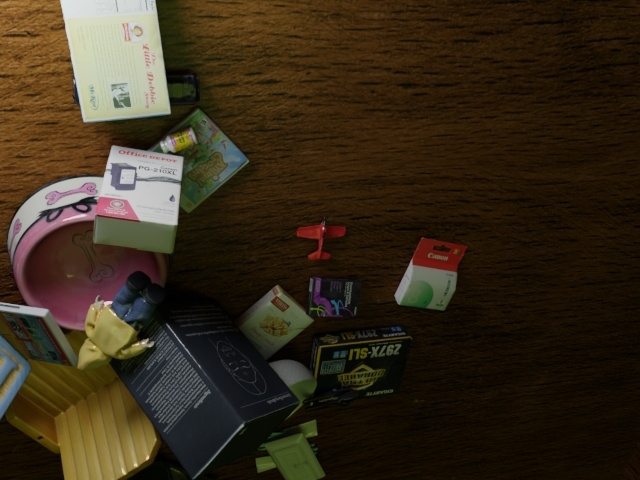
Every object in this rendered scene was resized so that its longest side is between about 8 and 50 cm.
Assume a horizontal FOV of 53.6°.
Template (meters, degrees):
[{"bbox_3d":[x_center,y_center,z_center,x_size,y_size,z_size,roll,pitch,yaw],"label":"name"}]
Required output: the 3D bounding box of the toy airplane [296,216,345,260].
[{"bbox_3d":[0.000,0.000,1.807,0.151,0.028,0.151,-10,124,-15],"label":"toy airplane"}]

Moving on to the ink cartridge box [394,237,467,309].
[{"bbox_3d":[0.356,0.111,1.993,0.180,0.056,0.225,10,119,-25],"label":"ink cartridge box"}]

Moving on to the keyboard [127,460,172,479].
[{"bbox_3d":[-0.643,0.810,2.069,0.317,0.033,0.202,-7,117,-5],"label":"keyboard"}]

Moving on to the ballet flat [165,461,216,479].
[{"bbox_3d":[-0.450,0.804,2.151,0.249,0.058,0.084,31,112,-27],"label":"ballet flat"}]

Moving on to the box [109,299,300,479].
[{"bbox_3d":[-0.300,0.366,1.653,0.212,0.395,0.293,-49,158,14],"label":"box"}]

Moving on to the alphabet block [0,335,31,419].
[{"bbox_3d":[-0.885,0.338,1.566,0.197,0.192,0.193,-9,128,20],"label":"alphabet block"}]

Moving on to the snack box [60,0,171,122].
[{"bbox_3d":[-0.430,-0.419,1.333,0.187,0.060,0.322,-9,113,-14],"label":"snack box"}]

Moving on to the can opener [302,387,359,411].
[{"bbox_3d":[0.030,0.507,2.031,0.186,0.059,0.073,-6,140,-18],"label":"can opener"}]

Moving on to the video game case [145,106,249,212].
[{"bbox_3d":[-0.316,-0.195,1.572,0.212,0.023,0.193,-39,126,7],"label":"video game case"}]

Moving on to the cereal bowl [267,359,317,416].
[{"bbox_3d":[-0.183,0.479,1.942,0.339,0.141,0.339,-33,155,-18],"label":"cereal bowl"}]

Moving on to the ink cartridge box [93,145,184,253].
[{"bbox_3d":[-0.406,-0.096,1.436,0.171,0.237,0.100,8,134,-15],"label":"ink cartridge box"}]

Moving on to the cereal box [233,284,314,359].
[{"bbox_3d":[-0.161,0.261,1.904,0.240,0.047,0.173,-40,127,8],"label":"cereal box"}]

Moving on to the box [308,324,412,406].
[{"bbox_3d":[0.123,0.411,2.086,0.321,0.079,0.257,-3,120,-18],"label":"box"}]

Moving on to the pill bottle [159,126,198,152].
[{"bbox_3d":[-0.335,-0.235,1.496,0.083,0.043,0.043,-22,126,-4],"label":"pill bottle"}]

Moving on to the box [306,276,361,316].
[{"bbox_3d":[0.041,0.172,1.908,0.162,0.029,0.116,3,97,-23],"label":"box"}]

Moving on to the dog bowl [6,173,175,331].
[{"bbox_3d":[-0.558,0.051,1.566,0.407,0.150,0.408,-9,124,-14],"label":"dog bowl"}]

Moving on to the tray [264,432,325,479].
[{"bbox_3d":[-0.087,0.785,2.232,0.145,0.030,0.270,-19,125,4],"label":"tray"}]

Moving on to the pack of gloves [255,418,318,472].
[{"bbox_3d":[-0.115,0.739,2.230,0.232,0.046,0.195,-12,125,-13],"label":"pack of gloves"}]

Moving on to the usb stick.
[{"bbox_3d":[-0.414,-0.341,1.431,0.277,0.045,0.077,-5,114,-17],"label":"usb stick"}]

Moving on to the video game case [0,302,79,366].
[{"bbox_3d":[-0.763,0.227,1.575,0.285,0.025,0.204,6,135,15],"label":"video game case"}]

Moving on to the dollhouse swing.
[{"bbox_3d":[-0.645,0.467,1.706,0.346,0.305,0.315,-32,127,3],"label":"dollhouse swing"}]

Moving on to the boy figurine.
[{"bbox_3d":[-0.488,0.217,1.537,0.177,0.092,0.285,36,108,-6],"label":"boy figurine"}]
